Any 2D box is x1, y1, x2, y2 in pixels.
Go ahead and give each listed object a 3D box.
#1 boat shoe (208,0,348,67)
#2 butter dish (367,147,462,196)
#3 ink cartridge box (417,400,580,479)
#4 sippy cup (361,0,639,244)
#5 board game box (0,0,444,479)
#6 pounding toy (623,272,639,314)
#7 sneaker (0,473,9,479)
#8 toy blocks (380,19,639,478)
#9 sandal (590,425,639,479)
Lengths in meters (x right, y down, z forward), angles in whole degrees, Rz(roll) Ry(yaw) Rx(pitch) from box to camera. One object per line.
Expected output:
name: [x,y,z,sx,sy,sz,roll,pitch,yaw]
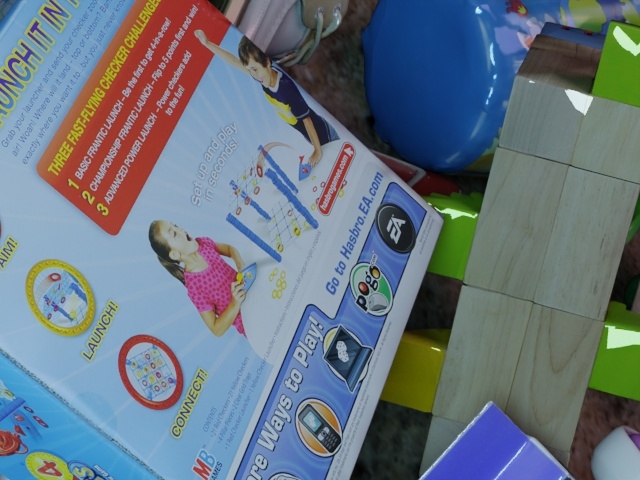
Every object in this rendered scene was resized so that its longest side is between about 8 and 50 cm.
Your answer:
boat shoe: [-0.029,-0.189,1.452,0.103,0.113,0.302,37,43,-16]
butter dish: [0.000,0.000,1.368,0.160,0.118,0.160,21,31,18]
ink cartridge box: [0.103,0.235,1.234,0.208,0.206,0.045,43,-2,-40]
sippy cup: [0.164,-0.144,1.556,0.224,0.240,0.305,-8,50,-37]
board game box: [-0.096,0.010,1.080,0.302,0.086,0.308,42,44,-18]
pounding toy: [0.329,0.004,1.648,0.206,0.094,0.181,-6,112,-76]
sneaker: [-0.251,0.070,1.070,0.321,0.124,0.180,20,48,-50]
toy blocks: [0.165,0.002,1.356,0.190,0.381,0.261,15,20,8]
sandal: [0.334,0.238,1.214,0.416,0.102,0.169,43,11,34]
